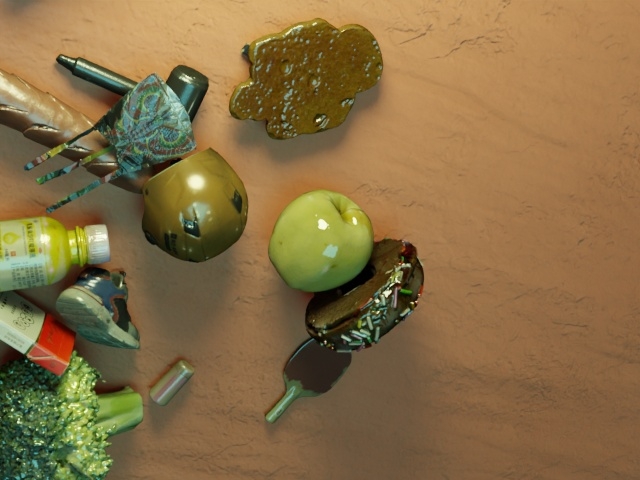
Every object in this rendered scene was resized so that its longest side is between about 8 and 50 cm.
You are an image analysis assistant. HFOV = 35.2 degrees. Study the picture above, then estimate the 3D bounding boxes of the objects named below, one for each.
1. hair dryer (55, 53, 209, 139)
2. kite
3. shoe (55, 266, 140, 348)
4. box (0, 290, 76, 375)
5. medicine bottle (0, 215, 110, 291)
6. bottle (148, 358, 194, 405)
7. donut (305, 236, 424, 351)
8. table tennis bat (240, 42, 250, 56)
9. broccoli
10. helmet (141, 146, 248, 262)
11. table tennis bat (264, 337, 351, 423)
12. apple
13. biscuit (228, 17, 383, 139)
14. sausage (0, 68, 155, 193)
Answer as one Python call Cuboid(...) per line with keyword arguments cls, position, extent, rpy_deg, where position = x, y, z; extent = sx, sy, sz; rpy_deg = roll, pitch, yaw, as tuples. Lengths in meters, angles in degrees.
Cuboid(cls="hair dryer", position=(-0.317, -0.271, 1.694), extent=(0.248, 0.070, 0.114), rpy_deg=(24, 109, -18))
Cuboid(cls="kite", position=(-0.349, -0.150, 1.672), extent=(0.285, 0.015, 0.152), rpy_deg=(-30, 119, -4))
Cuboid(cls="shoe", position=(-0.397, 0.117, 1.863), extent=(0.099, 0.125, 0.227), rpy_deg=(1, 151, 20))
Cuboid(cls="box", position=(-0.540, 0.133, 1.759), extent=(0.245, 0.139, 0.035), rpy_deg=(37, 100, -19))
Cuboid(cls="medicine bottle", position=(-0.476, 0.017, 1.753), extent=(0.213, 0.122, 0.121), rpy_deg=(-8, 119, -14))
Cuboid(cls="bottle", position=(-0.294, 0.281, 2.001), extent=(0.045, 0.045, 0.096), rpy_deg=(38, 99, -31))
Cuboid(cls="donut", position=(0.087, 0.105, 1.905), extent=(0.270, 0.269, 0.103), rpy_deg=(-38, 110, 5))
Cuboid(cls="table tennis bat", position=(-0.075, -0.295, 1.777), extent=(0.158, 0.014, 0.095), rpy_deg=(34, 104, -31))
Cuboid(cls="broccoli", position=(-0.476, 0.383, 1.878), extent=(0.302, 0.249, 0.375), rpy_deg=(0, 112, -15))
Cuboid(cls="helmet", position=(-0.206, -0.043, 1.772), extent=(0.198, 0.130, 0.224), rpy_deg=(-28, 139, -21))
Cuboid(cls="table tennis bat", position=(-0.031, 0.292, 2.108), extent=(0.131, 0.022, 0.234), rpy_deg=(36, 101, -31))
Cuboid(cls="apple", position=(0.000, 0.000, 1.866), extent=(0.200, 0.200, 0.200), rpy_deg=(-8, 119, -14))
Cuboid(cls="biscuit", position=(-0.027, -0.282, 1.771), extent=(0.290, 0.041, 0.208), rpy_deg=(-21, 123, -10))
Cuboid(cls="sausage", position=(-0.451, -0.195, 1.672), extent=(0.433, 0.088, 0.088), rpy_deg=(29, 105, -30))
